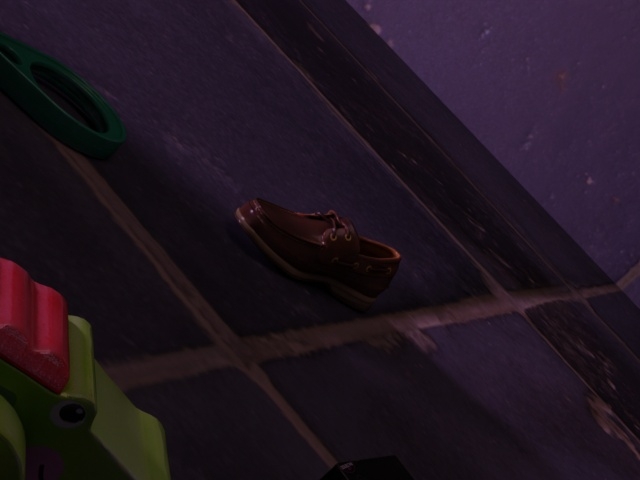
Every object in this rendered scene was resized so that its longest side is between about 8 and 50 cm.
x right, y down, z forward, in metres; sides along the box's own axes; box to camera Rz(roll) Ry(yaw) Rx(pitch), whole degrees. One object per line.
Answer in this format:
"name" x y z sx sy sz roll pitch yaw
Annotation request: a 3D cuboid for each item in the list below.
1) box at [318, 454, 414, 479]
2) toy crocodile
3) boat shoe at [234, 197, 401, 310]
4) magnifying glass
"box" 0.028 0.165 0.773 0.062 0.052 0.083 51 18 21
"toy crocodile" -0.185 0.014 0.520 0.340 0.105 0.115 38 16 -23
"boat shoe" 0.000 0.000 1.118 0.178 0.060 0.064 29 22 -44
"magnifying glass" -0.232 -0.132 0.947 0.231 0.026 0.092 37 17 -31
